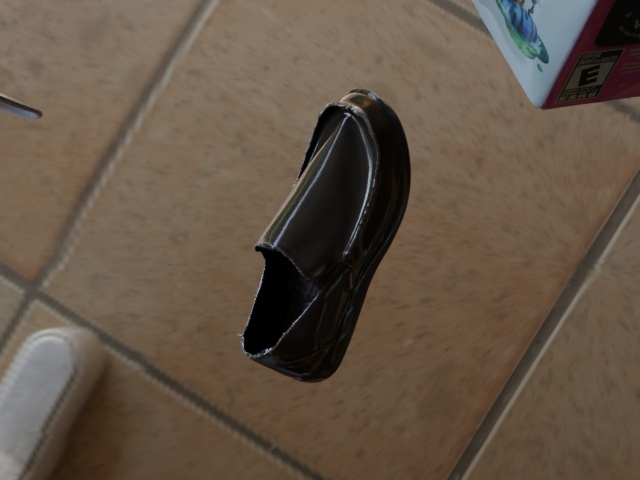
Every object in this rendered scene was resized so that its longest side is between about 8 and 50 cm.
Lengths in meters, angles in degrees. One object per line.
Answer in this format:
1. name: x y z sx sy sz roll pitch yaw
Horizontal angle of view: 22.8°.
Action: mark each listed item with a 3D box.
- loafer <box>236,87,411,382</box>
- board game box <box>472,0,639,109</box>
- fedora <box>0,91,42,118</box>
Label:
1. loafer: 0.000 0.000 1.125 0.080 0.078 0.220 23 104 40
2. board game box: 0.227 -0.205 0.760 0.224 0.303 0.098 -10 57 -23
3. fedora: -0.352 -0.096 1.161 0.275 0.243 0.124 26 93 27
